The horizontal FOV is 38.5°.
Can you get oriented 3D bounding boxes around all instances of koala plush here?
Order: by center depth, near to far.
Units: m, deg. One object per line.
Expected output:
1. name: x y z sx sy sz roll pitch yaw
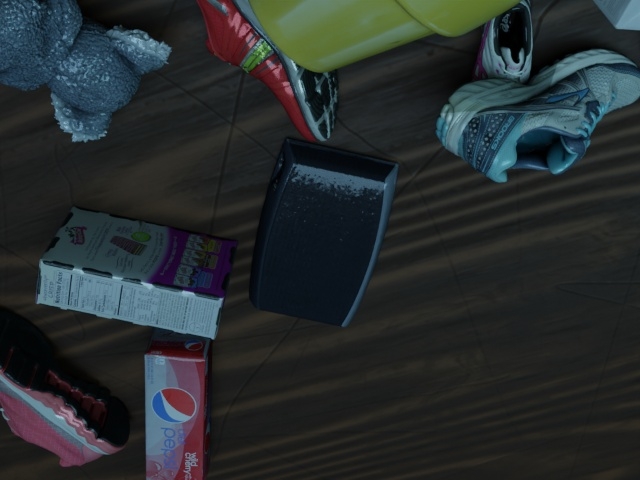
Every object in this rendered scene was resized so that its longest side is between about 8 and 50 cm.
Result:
1. koala plush: -0.305 -0.223 1.067 0.221 0.203 0.196 36 115 -29

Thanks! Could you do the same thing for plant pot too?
1. plant pot: 0.056 -0.307 0.980 0.239 0.254 0.254 -28 115 34

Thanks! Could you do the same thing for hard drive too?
1. hard drive: 0.000 0.000 1.241 0.172 0.054 0.254 13 118 -5

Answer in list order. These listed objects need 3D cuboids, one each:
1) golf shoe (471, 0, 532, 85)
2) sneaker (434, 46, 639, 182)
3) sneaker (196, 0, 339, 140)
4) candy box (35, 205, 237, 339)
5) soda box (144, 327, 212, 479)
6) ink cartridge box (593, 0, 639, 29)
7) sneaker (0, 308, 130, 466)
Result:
1. golf shoe: 0.219 -0.210 1.102 0.068 0.086 0.186 -4 120 3
2. sneaker: 0.278 -0.133 1.072 0.283 0.122 0.110 -20 144 -21
3. sneaker: -0.074 -0.237 1.107 0.118 0.107 0.279 -18 115 32
4. candy box: -0.237 0.040 1.212 0.234 0.159 0.071 13 117 -4
5. soda box: -0.212 0.256 1.372 0.092 0.083 0.263 4 118 -1
6. ink cartridge box: 0.323 -0.325 0.994 0.060 0.180 0.104 -4 141 -24
7. sneaker: -0.434 0.233 1.349 0.136 0.116 0.314 -35 112 20
